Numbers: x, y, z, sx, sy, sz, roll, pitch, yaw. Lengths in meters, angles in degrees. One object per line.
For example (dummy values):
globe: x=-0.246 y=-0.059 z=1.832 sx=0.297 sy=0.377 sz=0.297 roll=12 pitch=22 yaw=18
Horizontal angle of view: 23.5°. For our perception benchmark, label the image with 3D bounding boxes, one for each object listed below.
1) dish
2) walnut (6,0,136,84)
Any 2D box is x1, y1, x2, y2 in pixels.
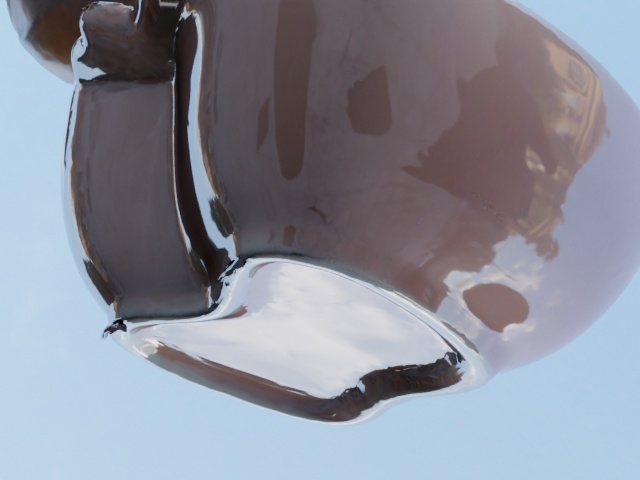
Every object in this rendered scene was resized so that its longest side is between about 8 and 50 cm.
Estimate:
dish: x=0.000 y=0.000 z=0.506 sx=0.213 sy=0.213 sz=0.090 roll=3 pitch=-118 yaw=23
walnut: x=-0.050 y=-0.132 z=0.654 sx=0.207 sy=0.115 sz=0.116 roll=-22 pitch=-113 yaw=31
